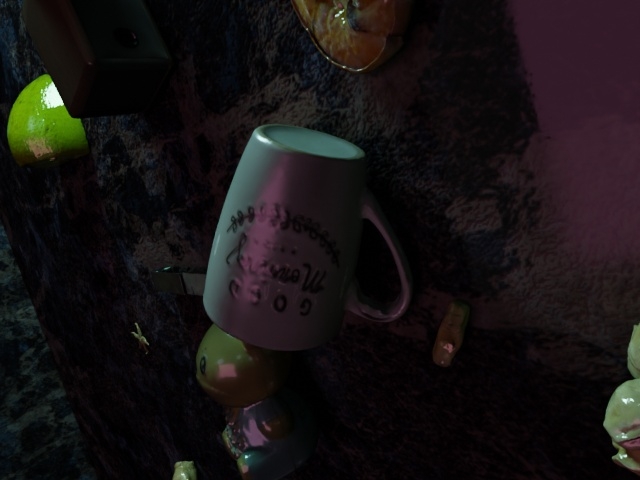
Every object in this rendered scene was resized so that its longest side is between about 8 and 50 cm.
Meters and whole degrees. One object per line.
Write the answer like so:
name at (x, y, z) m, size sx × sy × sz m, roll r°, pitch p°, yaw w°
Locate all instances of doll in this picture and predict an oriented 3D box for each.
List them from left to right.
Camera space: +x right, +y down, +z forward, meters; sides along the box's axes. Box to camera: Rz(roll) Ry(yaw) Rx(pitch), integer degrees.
doll at (-0.107, 0.240, 0.747) m, size 0.177 × 0.162 × 0.260 m, roll -6°, pitch 105°, yaw 68°

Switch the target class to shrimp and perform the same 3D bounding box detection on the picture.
shrimp at (0.021, -0.326, 0.464) m, size 0.178 × 0.075 × 0.289 m, roll 19°, pitch 132°, yaw 42°

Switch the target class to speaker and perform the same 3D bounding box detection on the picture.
speaker at (-0.390, -0.356, 0.793) m, size 0.193 × 0.153 × 0.230 m, roll -30°, pitch 84°, yaw 46°

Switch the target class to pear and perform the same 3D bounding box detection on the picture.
pear at (-0.744, -0.316, 1.192) m, size 0.288 × 0.139 × 0.239 m, roll -1°, pitch 97°, yaw 44°

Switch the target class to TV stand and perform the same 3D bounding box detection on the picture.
TV stand at (-0.274, 0.084, 0.938) m, size 0.257 × 0.040 × 0.048 m, roll -2°, pitch 103°, yaw 46°

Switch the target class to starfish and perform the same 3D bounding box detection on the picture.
starfish at (-0.502, 0.275, 1.267) m, size 0.086 × 0.016 × 0.092 m, roll -17°, pitch 92°, yaw 45°

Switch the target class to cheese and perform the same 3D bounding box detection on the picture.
cheese at (0.150, 0.110, 0.522) m, size 0.030 × 0.044 × 0.083 m, roll 21°, pitch 120°, yaw 19°

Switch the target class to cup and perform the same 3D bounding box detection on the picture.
cup at (0.000, 0.000, 0.557) m, size 0.258 × 0.186 × 0.234 m, roll 19°, pitch 114°, yaw 5°

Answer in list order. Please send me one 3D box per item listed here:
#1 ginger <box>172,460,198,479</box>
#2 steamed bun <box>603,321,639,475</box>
ginger at (-0.342, 0.827, 1.256) m, size 0.363 × 0.122 × 0.348 m, roll 45°, pitch 142°, yaw 37°
steamed bun at (0.312, 0.124, 0.318) m, size 0.178 × 0.106 × 0.192 m, roll 15°, pitch 115°, yaw 39°
